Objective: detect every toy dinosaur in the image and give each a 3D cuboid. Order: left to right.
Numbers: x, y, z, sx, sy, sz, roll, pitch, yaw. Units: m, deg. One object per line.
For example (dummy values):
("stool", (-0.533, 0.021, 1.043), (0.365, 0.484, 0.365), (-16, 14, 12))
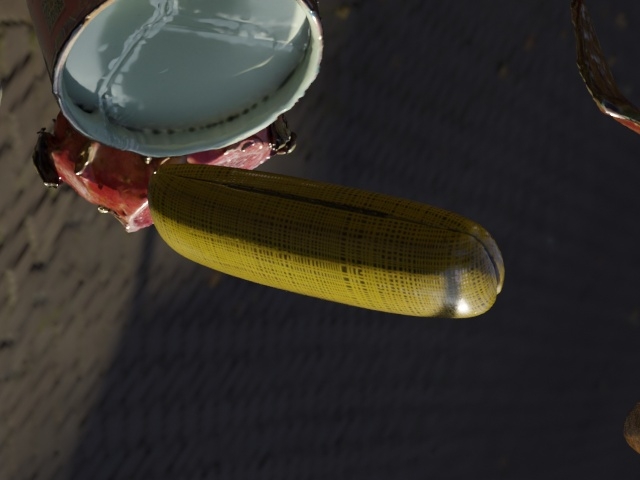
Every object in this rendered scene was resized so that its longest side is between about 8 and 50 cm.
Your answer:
("toy dinosaur", (0.282, -0.092, 0.982), (0.207, 0.327, 0.113), (13, 86, -28))

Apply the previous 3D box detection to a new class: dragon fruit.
("dragon fruit", (-0.137, -0.099, 1.702), (0.282, 0.147, 0.211), (-26, 160, -3))

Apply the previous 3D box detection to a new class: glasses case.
("glasses case", (0.000, 0.000, 1.076), (0.064, 0.234, 0.079), (-63, 151, -29))

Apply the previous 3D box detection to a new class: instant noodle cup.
("instant noodle cup", (-0.113, -0.209, 1.253), (0.243, 0.231, 0.243), (-12, 146, -8))

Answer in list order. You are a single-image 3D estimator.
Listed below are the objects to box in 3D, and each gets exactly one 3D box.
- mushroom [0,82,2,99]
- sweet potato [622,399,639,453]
("mushroom", (-0.385, -0.007, 1.798), (0.159, 0.122, 0.328), (-22, 136, -31))
("sweet potato", (0.378, 0.214, 1.763), (0.341, 0.092, 0.114), (-116, -171, -74))
